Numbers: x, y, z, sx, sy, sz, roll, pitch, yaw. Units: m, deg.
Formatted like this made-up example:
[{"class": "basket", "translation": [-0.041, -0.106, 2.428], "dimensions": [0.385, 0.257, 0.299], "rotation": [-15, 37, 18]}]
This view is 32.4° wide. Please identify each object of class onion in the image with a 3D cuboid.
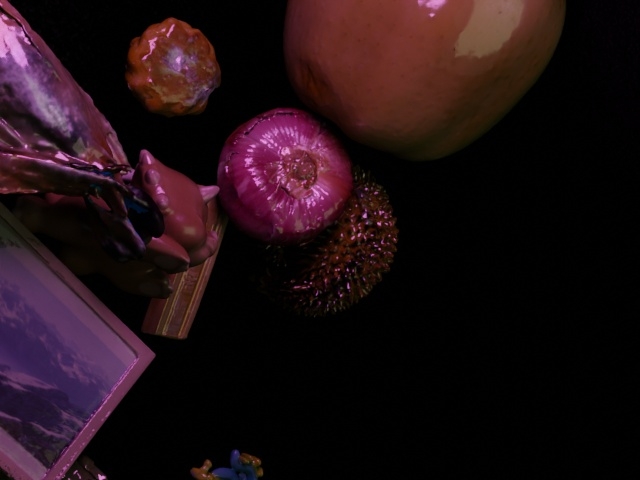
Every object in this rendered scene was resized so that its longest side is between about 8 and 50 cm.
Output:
[{"class": "onion", "translation": [-0.066, -0.095, 1.780], "dimensions": [0.230, 0.163, 0.230], "rotation": [7, 74, -26]}]

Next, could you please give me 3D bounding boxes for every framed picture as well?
[{"class": "framed picture", "translation": [-0.383, 0.117, 1.331], "dimensions": [0.335, 0.022, 0.247], "rotation": [49, 54, -19]}]

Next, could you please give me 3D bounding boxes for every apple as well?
[{"class": "apple", "translation": [0.156, -0.355, 1.777], "dimensions": [0.473, 0.474, 0.473], "rotation": [-37, 136, -46]}]

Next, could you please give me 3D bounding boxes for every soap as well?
[{"class": "soap", "translation": [-0.211, 0.037, 1.764], "dimensions": [0.092, 0.037, 0.252], "rotation": [19, 90, -60]}]

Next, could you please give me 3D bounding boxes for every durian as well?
[{"class": "durian", "translation": [0.011, 0.003, 1.930], "dimensions": [0.258, 0.258, 0.293], "rotation": [19, 95, -61]}]

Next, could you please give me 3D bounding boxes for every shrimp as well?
[{"class": "shrimp", "translation": [-0.344, -0.124, 1.244], "dimensions": [0.446, 0.110, 0.221], "rotation": [44, 58, -32]}]

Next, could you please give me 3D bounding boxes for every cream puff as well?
[{"class": "cream puff", "translation": [-0.215, -0.238, 1.536], "dimensions": [0.146, 0.116, 0.146], "rotation": [-3, 96, -32]}]

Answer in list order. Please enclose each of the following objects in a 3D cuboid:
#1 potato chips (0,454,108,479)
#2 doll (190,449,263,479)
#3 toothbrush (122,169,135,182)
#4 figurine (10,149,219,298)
[{"class": "potato chips", "translation": [-0.417, 0.327, 1.313], "dimensions": [0.389, 0.097, 0.373], "rotation": [43, 43, -25]}, {"class": "doll", "translation": [-0.187, 0.562, 2.043], "dimensions": [0.341, 0.099, 0.346], "rotation": [34, 79, -59]}, {"class": "toothbrush", "translation": [-0.309, -0.110, 1.503], "dimensions": [0.418, 0.040, 0.042], "rotation": [25, 86, -61]}, {"class": "figurine", "translation": [-0.261, -0.034, 1.481], "dimensions": [0.177, 0.247, 0.173], "rotation": [93, 3, -54]}]
